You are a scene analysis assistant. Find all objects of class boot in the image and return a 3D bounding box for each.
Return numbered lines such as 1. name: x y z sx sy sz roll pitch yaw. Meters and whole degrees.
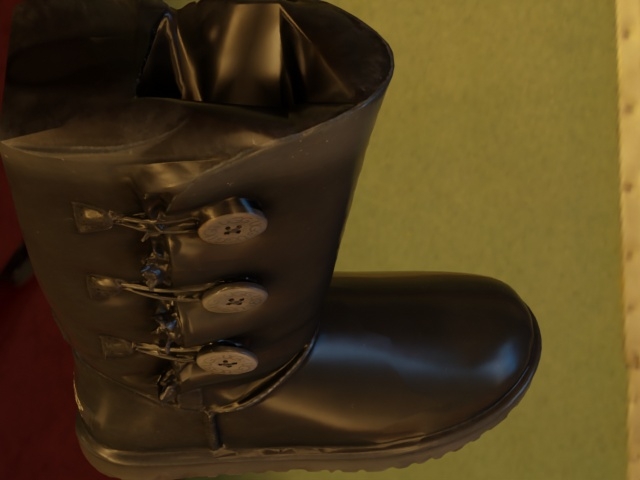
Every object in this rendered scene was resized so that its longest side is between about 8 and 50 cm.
1. boot: -0.002 0.001 0.998 0.367 0.146 0.445 -13 147 -10
